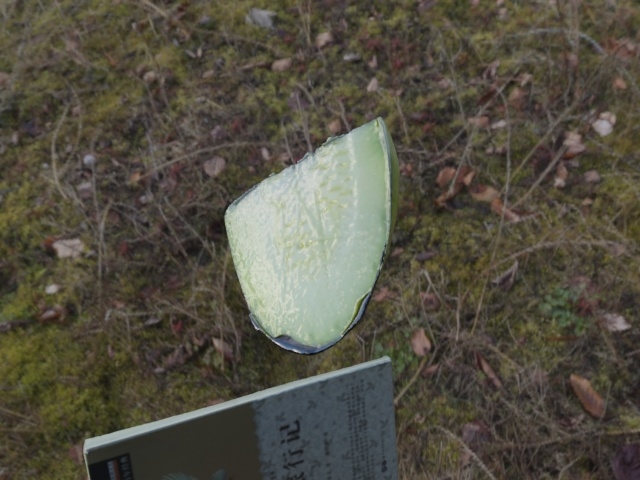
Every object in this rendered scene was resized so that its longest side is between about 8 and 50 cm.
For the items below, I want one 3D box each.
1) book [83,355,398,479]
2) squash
[{"bbox_3d":[-0.058,0.251,0.665,0.311,0.216,0.021,-12,18,-24],"label":"book"},{"bbox_3d":[0.000,0.000,0.760,0.237,0.155,0.204,-29,92,19],"label":"squash"}]
